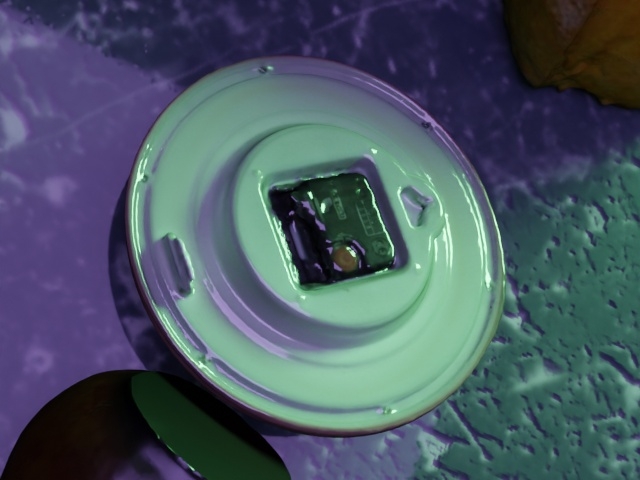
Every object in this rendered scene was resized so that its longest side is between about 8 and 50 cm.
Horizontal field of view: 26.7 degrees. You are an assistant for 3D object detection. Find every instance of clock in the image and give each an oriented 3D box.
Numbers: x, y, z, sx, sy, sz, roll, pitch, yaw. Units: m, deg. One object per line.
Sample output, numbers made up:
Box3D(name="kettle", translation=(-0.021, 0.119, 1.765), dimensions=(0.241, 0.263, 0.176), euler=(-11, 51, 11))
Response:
Box3D(name="clock", translation=(0.000, -0.001, 0.812), dimensions=(0.244, 0.056, 0.244), euler=(10, 64, -20))

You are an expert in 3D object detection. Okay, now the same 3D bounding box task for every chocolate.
Box3D(name="chocolate", translation=(-0.106, 0.162, 0.757), dimensions=(0.177, 0.177, 0.176), euler=(2, 82, -12))

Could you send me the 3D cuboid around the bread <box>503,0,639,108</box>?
Box3D(name="bread", translation=(0.253, -0.250, 0.872), dimensions=(0.194, 0.179, 0.340), euler=(27, 78, -8))
